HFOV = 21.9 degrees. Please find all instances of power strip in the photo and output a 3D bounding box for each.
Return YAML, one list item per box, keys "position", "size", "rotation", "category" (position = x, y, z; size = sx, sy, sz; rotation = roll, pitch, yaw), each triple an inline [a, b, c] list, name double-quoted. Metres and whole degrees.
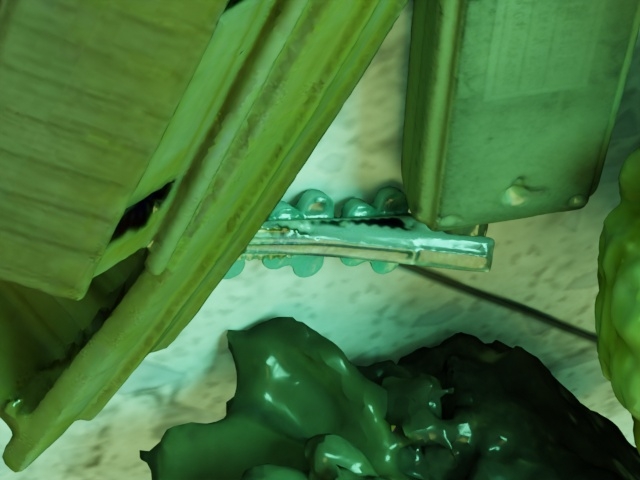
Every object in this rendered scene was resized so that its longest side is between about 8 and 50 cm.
- position: [0.085, -0.134, 0.633]
  size: [0.092, 0.066, 0.387]
  rotation: [-11, 146, -9]
  category: "power strip"

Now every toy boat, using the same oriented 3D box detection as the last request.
- position: [-0.056, -0.062, 0.565]
  size: [0.162, 0.136, 0.445]
  rotation: [-35, 165, -41]
  category: "toy boat"

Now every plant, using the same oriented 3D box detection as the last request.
- position: [0.065, 0.163, 0.884]
  size: [0.213, 0.215, 0.312]
  rotation: [-39, 136, 13]
  category: "plant"

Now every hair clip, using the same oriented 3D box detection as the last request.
- position: [0.000, 0.001, 0.786]
  size: [0.173, 0.049, 0.049]
  rotation: [1, 140, -19]
  category: "hair clip"

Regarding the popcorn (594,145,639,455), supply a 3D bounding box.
- position: [0.292, 0.027, 0.754]
  size: [0.335, 0.279, 0.274]
  rotation: [4, -175, -3]
  category: "popcorn"
